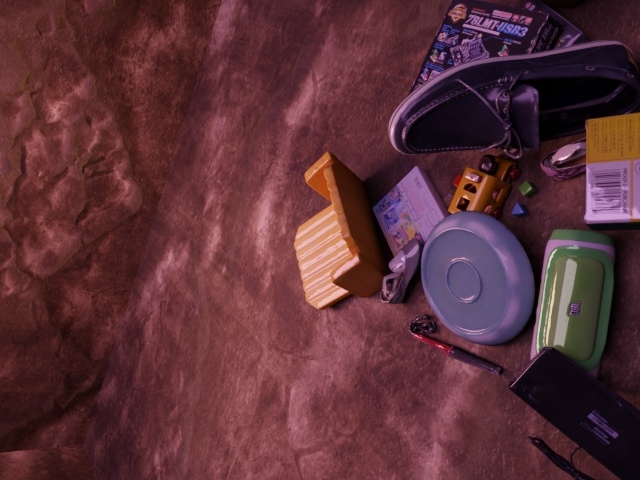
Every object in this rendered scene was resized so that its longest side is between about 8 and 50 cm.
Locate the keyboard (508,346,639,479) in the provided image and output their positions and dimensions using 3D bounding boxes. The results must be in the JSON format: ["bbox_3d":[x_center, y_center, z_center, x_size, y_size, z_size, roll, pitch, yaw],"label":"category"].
[{"bbox_3d":[0.490,0.358,0.985,0.317,0.033,0.201,40,116,18],"label":"keyboard"}]

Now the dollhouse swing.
[{"bbox_3d":[0.000,0.000,1.552,0.305,0.315,0.346,-24,63,21],"label":"dollhouse swing"}]

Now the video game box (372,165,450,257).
[{"bbox_3d":[0.246,-0.063,1.449,0.187,0.048,0.205,-43,52,32],"label":"video game box"}]

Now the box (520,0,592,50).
[{"bbox_3d":[0.476,-0.421,1.258,0.231,0.056,0.183,-51,47,29],"label":"box"}]

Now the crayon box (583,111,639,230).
[{"bbox_3d":[0.633,-0.123,0.922,0.319,0.081,0.202,0,80,35],"label":"crayon box"}]

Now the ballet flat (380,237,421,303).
[{"bbox_3d":[0.203,0.085,1.396,0.072,0.068,0.213,-110,26,-48],"label":"ballet flat"}]

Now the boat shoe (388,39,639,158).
[{"bbox_3d":[0.385,-0.266,1.080,0.501,0.186,0.156,-12,45,9],"label":"boat shoe"}]

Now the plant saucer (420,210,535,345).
[{"bbox_3d":[0.338,0.091,1.234,0.318,0.044,0.317,21,116,52],"label":"plant saucer"}]

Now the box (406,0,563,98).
[{"bbox_3d":[0.368,-0.407,1.280,0.295,0.073,0.293,41,113,46],"label":"box"}]

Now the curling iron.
[{"bbox_3d":[0.317,0.253,1.303,0.274,0.035,0.068,29,104,49],"label":"curling iron"}]

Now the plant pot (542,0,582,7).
[{"bbox_3d":[0.484,-0.608,1.128,0.237,0.254,0.237,-16,66,40],"label":"plant pot"}]

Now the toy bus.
[{"bbox_3d":[0.382,-0.133,1.263,0.191,0.104,0.202,-32,59,41],"label":"toy bus"}]

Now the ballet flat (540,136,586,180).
[{"bbox_3d":[0.555,-0.188,1.096,0.222,0.079,0.076,-27,61,42],"label":"ballet flat"}]

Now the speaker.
[{"bbox_3d":[0.495,0.132,1.057,0.131,0.131,0.296,6,86,50],"label":"speaker"}]
